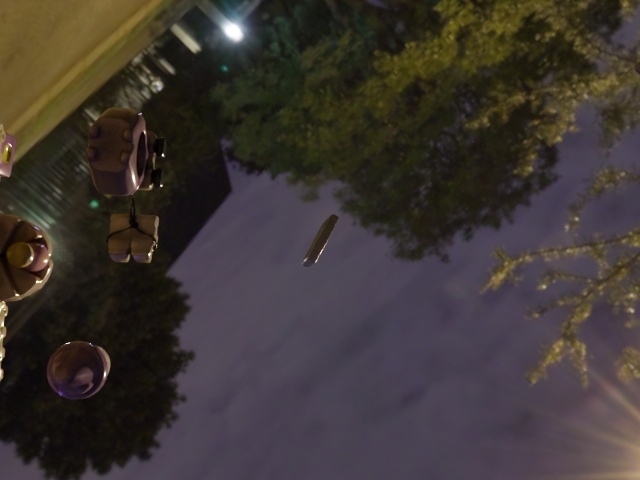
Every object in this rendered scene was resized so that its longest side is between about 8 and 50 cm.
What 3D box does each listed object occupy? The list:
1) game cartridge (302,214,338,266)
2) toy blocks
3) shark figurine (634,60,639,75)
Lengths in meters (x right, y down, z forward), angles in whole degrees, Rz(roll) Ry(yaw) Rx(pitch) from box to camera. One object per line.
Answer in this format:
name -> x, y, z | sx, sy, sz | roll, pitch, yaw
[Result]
game cartridge -> 0.000, 0.000, 1.108 | 0.083, 0.017, 0.056 | -62, -170, -17
toy blocks -> -0.306, 0.009, 0.587 | 0.260, 0.309, 0.288 | 137, -44, -85
shark figurine -> 0.522, -0.255, 0.884 | 0.116, 0.166, 0.278 | -33, 161, -37
